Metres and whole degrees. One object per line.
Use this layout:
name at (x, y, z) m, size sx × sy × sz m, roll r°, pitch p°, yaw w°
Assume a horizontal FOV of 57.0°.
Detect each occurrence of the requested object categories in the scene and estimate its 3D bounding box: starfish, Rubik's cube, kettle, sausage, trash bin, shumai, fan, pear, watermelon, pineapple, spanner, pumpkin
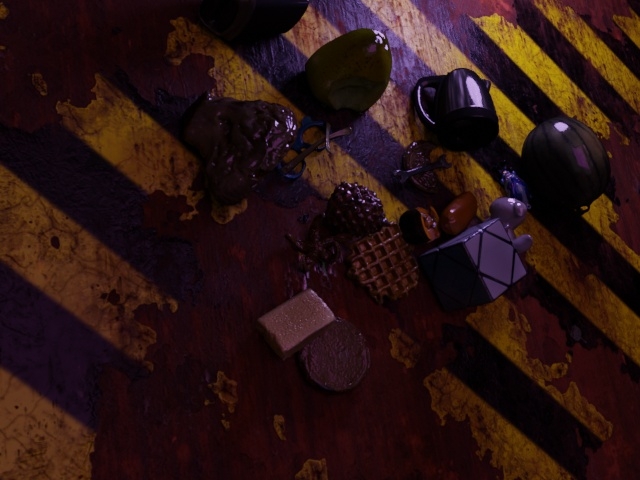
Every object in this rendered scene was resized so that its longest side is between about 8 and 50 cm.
starfish at (0.001, 0.000, 1.666) m, size 0.190 × 0.074 × 0.146 m, roll -19°, pitch 89°, yaw -5°
Rubik's cube at (0.469, 0.077, 1.820) m, size 0.207 × 0.205 × 0.205 m, roll -29°, pitch 92°, yaw -33°
kettle at (0.474, -0.467, 2.027) m, size 0.207 × 0.251 × 0.271 m, roll 32°, pitch 51°, yaw -49°
sausage at (0.449, -0.086, 1.909) m, size 0.098 × 0.098 × 0.238 m, roll 55°, pitch 38°, yaw -3°
trash bin at (-0.199, -0.704, 1.729) m, size 0.290 × 0.209 × 0.182 m, roll -15°, pitch 81°, yaw -35°
shumai at (-0.231, -0.287, 1.576) m, size 0.283 × 0.217 × 0.346 m, roll 43°, pitch 66°, yaw -10°
fan at (0.918, 0.338, 2.093) m, size 0.083 × 0.004 × 0.056 m, roll 39°, pitch 61°, yaw -11°
pear at (0.122, -0.524, 1.815) m, size 0.292 × 0.292 × 0.159 m, roll -4°, pitch 67°, yaw -28°
watermelon at (0.873, -0.261, 2.094) m, size 0.279 × 0.279 × 0.359 m, roll -23°, pitch 83°, yaw -30°
pineapple at (0.115, -0.083, 1.707) m, size 0.193 × 0.166 × 0.166 m, roll 24°, pitch 63°, yaw 8°
spanner at (0.339, -0.236, 1.944) m, size 0.254 × 0.015 × 0.054 m, roll -20°, pitch 86°, yaw -30°
pumpkin at (0.302, -0.043, 1.833) m, size 0.183 × 0.108 × 0.119 m, roll -6°, pitch 75°, yaw -61°

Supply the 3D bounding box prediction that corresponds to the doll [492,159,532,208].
doll at (0.692, -0.194, 2.105) m, size 0.096 × 0.070 × 0.195 m, roll -32°, pitch 83°, yaw -8°

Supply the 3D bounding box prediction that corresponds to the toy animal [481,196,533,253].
toy animal at (0.617, -0.045, 1.956) m, size 0.127 × 0.178 × 0.193 m, roll 30°, pitch 62°, yaw -14°

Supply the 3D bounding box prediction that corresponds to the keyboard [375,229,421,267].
keyboard at (0.235, 0.027, 1.835) m, size 0.195 × 0.018 × 0.060 m, roll 42°, pitch 67°, yaw -10°

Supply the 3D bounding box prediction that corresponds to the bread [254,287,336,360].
bread at (-0.063, 0.220, 1.571) m, size 0.188 × 0.068 × 0.125 m, roll -30°, pitch 69°, yaw -27°

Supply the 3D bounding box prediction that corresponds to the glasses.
glasses at (-0.006, -0.268, 1.728) m, size 0.239 × 0.207 × 0.102 m, roll -48°, pitch 134°, yaw -25°

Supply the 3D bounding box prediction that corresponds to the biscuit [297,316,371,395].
biscuit at (0.038, 0.318, 1.631) m, size 0.226 × 0.042 × 0.226 m, roll 8°, pitch 70°, yaw -23°

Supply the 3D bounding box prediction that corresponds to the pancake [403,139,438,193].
pancake at (0.355, -0.247, 1.976) m, size 0.184 × 0.020 × 0.190 m, roll -29°, pitch 89°, yaw -31°

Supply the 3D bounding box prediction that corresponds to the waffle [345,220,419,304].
waffle at (0.181, 0.084, 1.761) m, size 0.219 × 0.057 × 0.229 m, roll -26°, pitch 91°, yaw -25°
